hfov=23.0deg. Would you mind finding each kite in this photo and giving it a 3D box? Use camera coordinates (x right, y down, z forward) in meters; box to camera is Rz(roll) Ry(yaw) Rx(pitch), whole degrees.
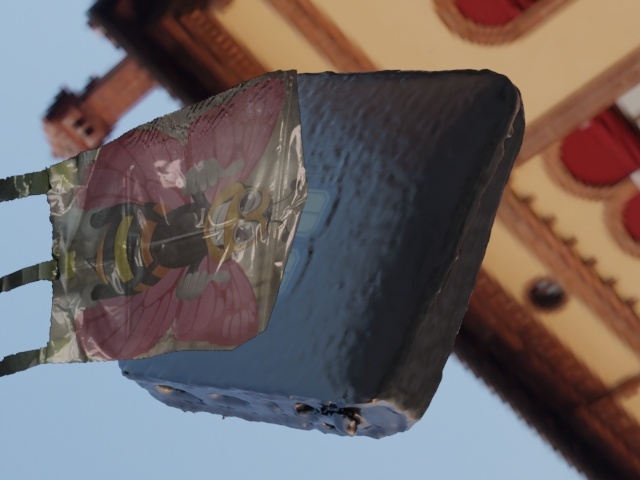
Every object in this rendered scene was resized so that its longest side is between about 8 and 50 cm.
[{"bbox_3d":[-0.147,0.010,0.949,0.360,0.204,0.022,-15,-146,-39],"label":"kite"}]

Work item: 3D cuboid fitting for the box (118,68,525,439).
[{"bbox_3d":[0.000,0.000,1.409,0.091,0.359,0.350,42,-117,-41],"label":"box"}]
